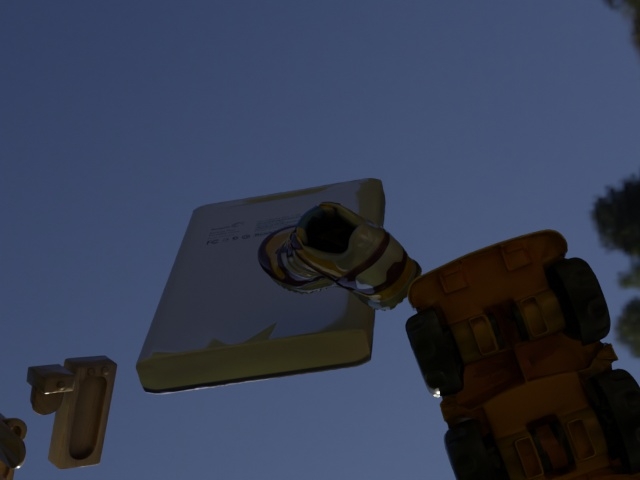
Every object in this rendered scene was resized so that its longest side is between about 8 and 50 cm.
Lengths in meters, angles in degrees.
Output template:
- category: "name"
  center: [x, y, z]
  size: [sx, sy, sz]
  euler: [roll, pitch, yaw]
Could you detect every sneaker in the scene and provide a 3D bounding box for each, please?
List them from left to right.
- category: "sneaker"
  center: [0.000, 0.000, 1.175]
  size: [0.084, 0.185, 0.069]
  euler: [49, -115, -32]

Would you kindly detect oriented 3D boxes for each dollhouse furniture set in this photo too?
- category: "dollhouse furniture set"
  center: [-0.256, 0.206, 1.428]
  size: [0.151, 0.123, 0.144]
  euler: [0, -71, -41]

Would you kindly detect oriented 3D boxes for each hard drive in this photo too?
- category: "hard drive"
  center: [-0.047, 0.036, 1.416]
  size: [0.319, 0.210, 0.040]
  euler: [-80, -21, -63]

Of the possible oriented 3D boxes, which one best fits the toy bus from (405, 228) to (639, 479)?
- category: "toy bus"
  center: [0.161, 0.116, 1.139]
  size: [0.149, 0.211, 0.220]
  euler: [-20, -96, 3]
